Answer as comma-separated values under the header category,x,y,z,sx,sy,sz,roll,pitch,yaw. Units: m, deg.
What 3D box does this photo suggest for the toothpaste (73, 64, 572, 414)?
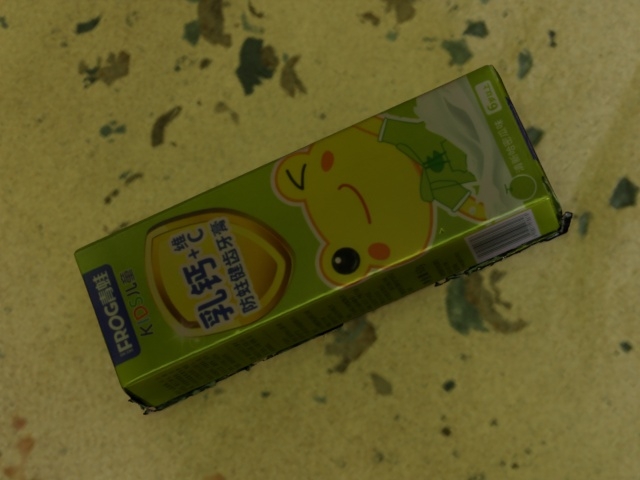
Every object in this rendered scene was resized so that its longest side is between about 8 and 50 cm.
category,x,y,z,sx,sy,sz,roll,pitch,yaw
toothpaste,0.000,0.000,1.334,0.327,0.077,0.110,-24,70,5
